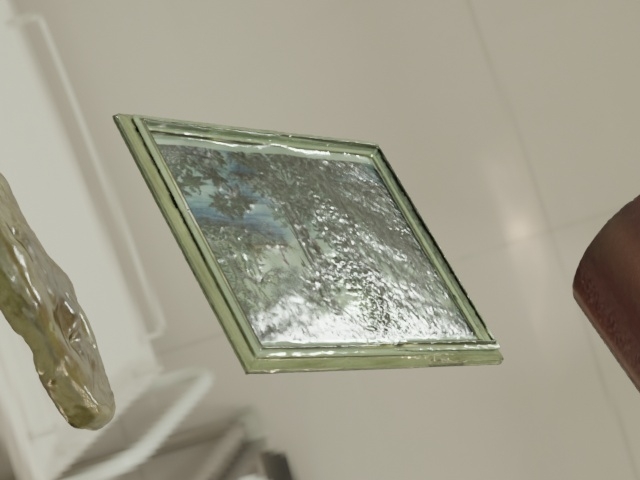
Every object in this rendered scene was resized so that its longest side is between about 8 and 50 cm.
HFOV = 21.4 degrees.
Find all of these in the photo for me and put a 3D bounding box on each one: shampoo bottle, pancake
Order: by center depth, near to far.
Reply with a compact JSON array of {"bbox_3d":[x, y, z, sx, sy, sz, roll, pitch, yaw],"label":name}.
[{"bbox_3d":[0.234,0.079,0.961,0.064,0.102,0.260,21,25,-33],"label":"shampoo bottle"},{"bbox_3d":[-0.228,0.046,1.429,0.242,0.050,0.242,155,-90,-90],"label":"pancake"}]

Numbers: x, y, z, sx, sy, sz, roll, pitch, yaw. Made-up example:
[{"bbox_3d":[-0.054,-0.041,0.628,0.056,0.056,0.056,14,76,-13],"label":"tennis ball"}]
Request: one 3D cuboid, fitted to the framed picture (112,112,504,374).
[{"bbox_3d":[0.000,0.000,0.789,0.183,0.011,0.142,3,50,-49],"label":"framed picture"}]
